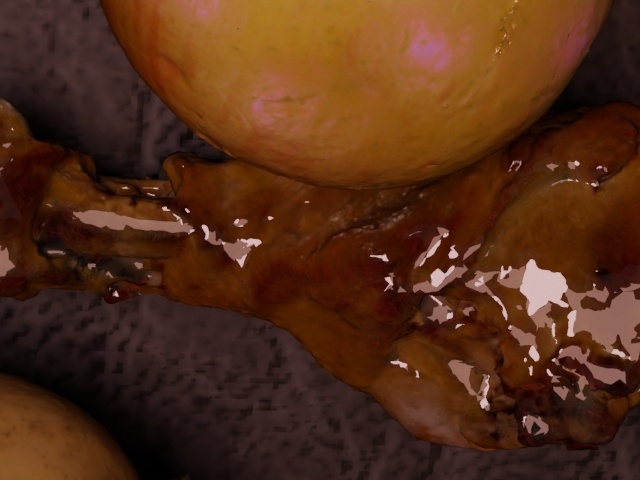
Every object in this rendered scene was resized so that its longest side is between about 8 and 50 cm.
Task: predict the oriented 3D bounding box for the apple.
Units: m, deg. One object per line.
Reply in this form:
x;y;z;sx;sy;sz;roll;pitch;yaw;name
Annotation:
0.007;-0.083;0.463;0.146;0.146;0.146;-2;112;-6;apple

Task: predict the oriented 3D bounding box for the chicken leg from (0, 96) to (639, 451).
0.000;0.001;0.530;0.251;0.087;0.107;9;89;-3;chicken leg

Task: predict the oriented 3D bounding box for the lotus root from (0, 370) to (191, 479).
-0.118;0.098;0.530;0.221;0.118;0.125;-4;144;-8;lotus root
